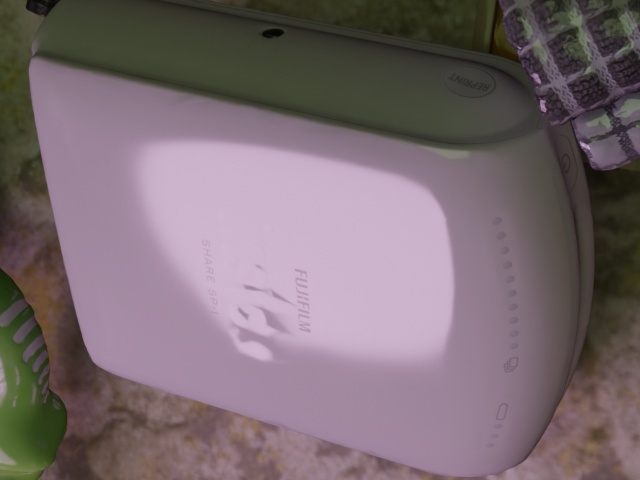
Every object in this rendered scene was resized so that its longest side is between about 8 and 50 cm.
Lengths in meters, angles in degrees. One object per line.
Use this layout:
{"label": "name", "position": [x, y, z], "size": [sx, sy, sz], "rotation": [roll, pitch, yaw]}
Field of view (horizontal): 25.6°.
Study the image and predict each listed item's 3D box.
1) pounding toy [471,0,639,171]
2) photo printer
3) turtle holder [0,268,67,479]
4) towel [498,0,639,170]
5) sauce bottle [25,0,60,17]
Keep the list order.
{"label": "pounding toy", "position": [0.155, -0.107, 0.760], "size": [0.141, 0.100, 0.130], "rotation": [12, 102, 22]}
{"label": "photo printer", "position": [0.000, 0.000, 0.794], "size": [0.307, 0.107, 0.256], "rotation": [15, 132, 21]}
{"label": "turtle holder", "position": [-0.330, 0.040, 0.947], "size": [0.320, 0.243, 0.227], "rotation": [6, 121, -16]}
{"label": "towel", "position": [0.169, -0.200, 0.624], "size": [0.235, 0.121, 0.284], "rotation": [-27, 56, 21]}
{"label": "sauce bottle", "position": [-0.162, -0.207, 0.918], "size": [0.042, 0.042, 0.128], "rotation": [24, 104, 19]}
